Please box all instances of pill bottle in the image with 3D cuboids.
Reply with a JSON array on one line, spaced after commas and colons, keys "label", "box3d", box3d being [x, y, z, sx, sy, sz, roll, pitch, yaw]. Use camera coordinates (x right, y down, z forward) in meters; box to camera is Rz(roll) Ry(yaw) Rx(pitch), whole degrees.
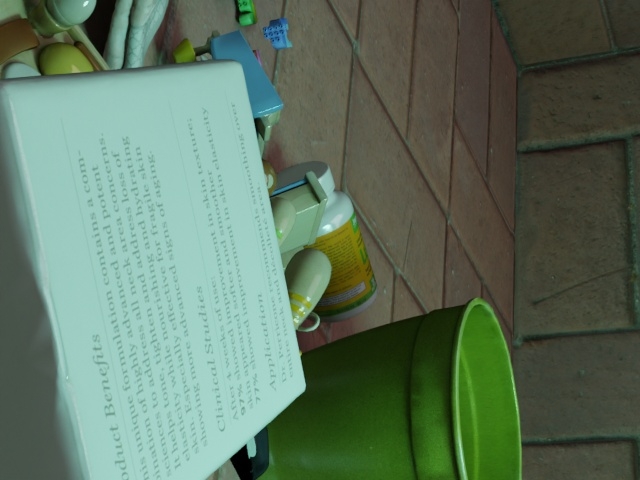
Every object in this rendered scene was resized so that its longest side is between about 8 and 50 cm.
[{"label": "pill bottle", "box3d": [0.000, 0.000, 1.989, 0.136, 0.136, 0.246, -62, 140, -56]}]

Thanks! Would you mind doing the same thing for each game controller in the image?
[{"label": "game controller", "box3d": [-0.117, 0.201, 1.557, 0.319, 0.067, 0.167, -159, -110, -78]}]

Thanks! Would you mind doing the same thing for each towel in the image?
[{"label": "towel", "box3d": [-0.183, -0.410, 1.529, 0.317, 0.053, 0.332, 117, -10, -47]}]

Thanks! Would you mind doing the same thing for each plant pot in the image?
[{"label": "plant pot", "box3d": [0.089, 0.288, 1.830, 0.366, 0.353, 0.367, -8, 90, -69]}]

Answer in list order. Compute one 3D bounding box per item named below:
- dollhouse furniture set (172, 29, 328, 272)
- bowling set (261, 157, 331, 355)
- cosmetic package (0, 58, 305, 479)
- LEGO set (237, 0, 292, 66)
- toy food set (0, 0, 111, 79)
[{"label": "dollhouse furniture set", "box3d": [-0.159, -0.092, 1.710, 0.303, 0.198, 0.286, 61, -20, 20]}, {"label": "bowling set", "box3d": [-0.123, 0.000, 1.424, 0.200, 0.287, 0.154, 99, 13, -58]}, {"label": "cosmetic package", "box3d": [-0.250, 0.043, 0.996, 0.393, 0.327, 0.330, -27, 108, -68]}, {"label": "LEGO set", "box3d": [-0.106, -0.371, 1.908, 0.093, 0.087, 0.227, -28, 109, -68]}, {"label": "toy food set", "box3d": [-0.260, -0.171, 1.357, 0.306, 0.092, 0.220, 54, 30, -17]}]
